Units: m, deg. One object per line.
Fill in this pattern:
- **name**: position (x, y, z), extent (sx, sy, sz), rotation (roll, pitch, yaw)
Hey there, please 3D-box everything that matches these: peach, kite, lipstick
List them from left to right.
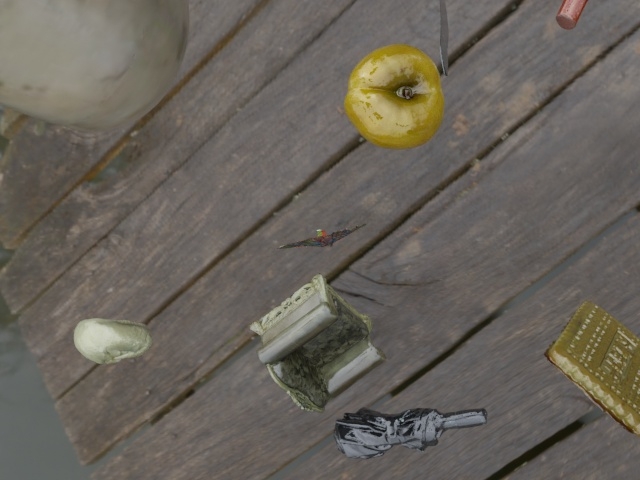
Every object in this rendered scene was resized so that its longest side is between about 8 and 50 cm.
- **kite**: position (0.000, 0.000, 1.714), extent (0.241, 0.183, 0.014), rotation (-13, 76, 2)
- **peach**: position (0.124, -0.238, 1.158), extent (0.179, 0.103, 0.179), rotation (2, 82, -15)
- **lipstick**: position (0.452, -0.475, 1.119), extent (0.061, 0.068, 0.274), rotation (26, 100, 15)

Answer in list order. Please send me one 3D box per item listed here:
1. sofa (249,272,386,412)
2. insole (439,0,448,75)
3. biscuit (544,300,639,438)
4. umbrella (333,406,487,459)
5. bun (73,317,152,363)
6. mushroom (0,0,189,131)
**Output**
- **sofa**: position (0.009, 0.227, 1.458), extent (0.200, 0.258, 0.182), rotation (-38, 43, 7)
- **insole**: position (0.285, -0.487, 1.612), extent (0.007, 0.109, 0.322), rotation (-8, 43, 19)
- **biscuit**: position (0.438, 0.181, 1.043), extent (0.172, 0.254, 0.029), rotation (43, 122, 15)
- **umbrella**: position (0.187, 0.399, 1.490), extent (0.340, 0.118, 0.118), rotation (-17, 78, 21)
- **bun**: position (-0.518, 0.253, 1.741), extent (0.164, 0.188, 0.110), rotation (-14, 70, 38)
- **mushroom**: position (-0.243, -0.126, 0.397), extent (0.293, 0.292, 0.290), rotation (36, 98, 25)
